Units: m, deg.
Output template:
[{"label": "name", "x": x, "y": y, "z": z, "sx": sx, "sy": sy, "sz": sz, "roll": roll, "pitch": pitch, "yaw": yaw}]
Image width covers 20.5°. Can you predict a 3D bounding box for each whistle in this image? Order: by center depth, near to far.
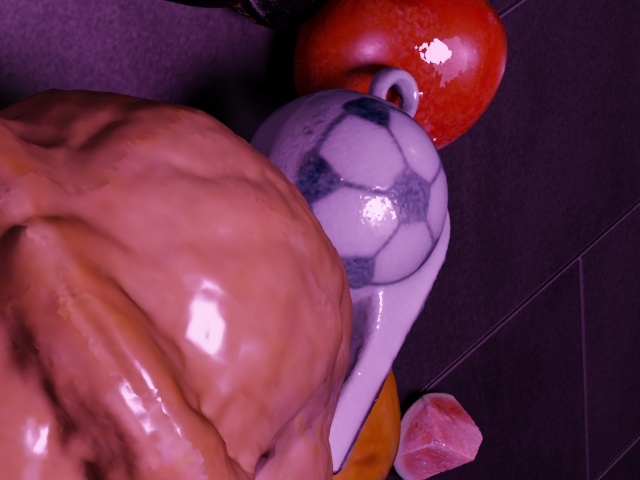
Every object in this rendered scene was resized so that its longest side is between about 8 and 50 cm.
[{"label": "whistle", "x": 0.000, "y": 0.000, "z": 1.219, "sx": 0.290, "sy": 0.163, "sz": 0.163, "roll": -63, "pitch": 145, "yaw": -21}]

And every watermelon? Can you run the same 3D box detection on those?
[{"label": "watermelon", "x": 0.105, "y": 0.192, "z": 1.658, "sx": 0.084, "sy": 0.072, "sz": 0.092, "roll": 9, "pitch": 107, "yaw": -36}]

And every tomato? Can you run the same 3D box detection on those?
[{"label": "tomato", "x": 0.058, "y": -0.134, "z": 1.348, "sx": 0.167, "sy": 0.167, "sz": 0.167, "roll": -28, "pitch": 129, "yaw": -41}]

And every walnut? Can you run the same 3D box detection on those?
[{"label": "walnut", "x": -0.154, "y": 0.083, "z": 1.029, "sx": 0.383, "sy": 0.383, "sz": 0.383, "roll": -28, "pitch": 129, "yaw": -41}]

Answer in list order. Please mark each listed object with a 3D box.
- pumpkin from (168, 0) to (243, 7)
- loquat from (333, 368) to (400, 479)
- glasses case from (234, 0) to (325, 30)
[{"label": "pumpkin", "x": -0.067, "y": -0.254, "z": 0.861, "sx": 0.248, "sy": 0.248, "sz": 0.248, "roll": -28, "pitch": 129, "yaw": -41}, {"label": "loquat", "x": -0.042, "y": 0.142, "z": 1.352, "sx": 0.234, "sy": 0.176, "sz": 0.187, "roll": -32, "pitch": 97, "yaw": -34}, {"label": "glasses case", "x": 0.015, "y": -0.275, "z": 1.291, "sx": 0.267, "sy": 0.067, "sz": 0.103, "roll": -57, "pitch": 142, "yaw": -12}]
